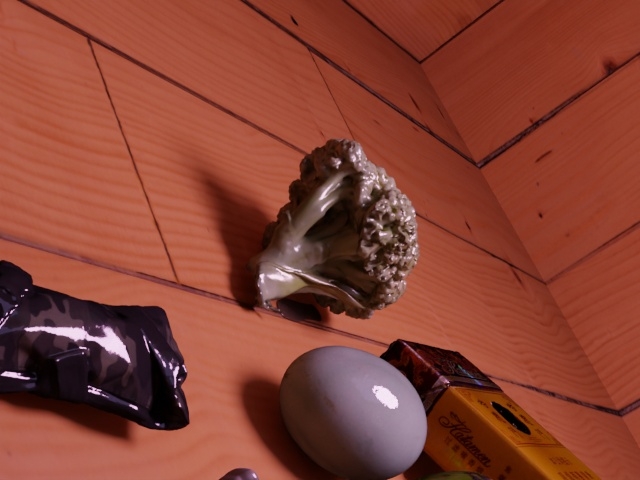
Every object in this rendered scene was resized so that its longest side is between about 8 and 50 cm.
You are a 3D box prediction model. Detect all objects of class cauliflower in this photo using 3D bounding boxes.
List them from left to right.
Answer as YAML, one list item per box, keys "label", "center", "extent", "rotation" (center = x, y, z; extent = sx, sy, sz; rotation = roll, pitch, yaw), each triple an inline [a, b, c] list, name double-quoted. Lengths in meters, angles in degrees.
- label: "cauliflower"
  center: [0.008, -0.009, 1.575]
  extent: [0.260, 0.281, 0.327]
  rotation: [-121, -150, -61]

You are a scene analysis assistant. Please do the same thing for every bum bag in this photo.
- label: "bum bag"
  center: [-0.260, 0.104, 1.003]
  extent: [0.340, 0.095, 0.144]
  rotation: [22, 44, -46]

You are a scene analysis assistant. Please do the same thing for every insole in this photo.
- label: "insole"
  center: [-0.033, 0.114, 1.612]
  extent: [0.135, 0.002, 0.045]
  rotation: [15, 43, -60]

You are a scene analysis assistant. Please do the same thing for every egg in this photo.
- label: "egg"
  center: [0.044, 0.235, 1.353]
  extent: [0.231, 0.168, 0.168]
  rotation: [37, 26, -27]

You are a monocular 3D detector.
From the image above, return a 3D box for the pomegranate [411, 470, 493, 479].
- label: "pomegranate"
  center: [0.159, 0.419, 1.227]
  extent: [0.270, 0.254, 0.254]
  rotation: [61, 17, -22]

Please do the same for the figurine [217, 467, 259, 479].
- label: "figurine"
  center: [-0.067, 0.389, 0.867]
  extent: [0.285, 0.167, 0.342]
  rotation: [35, 32, -49]

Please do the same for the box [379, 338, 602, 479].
- label: "box"
  center: [0.284, 0.336, 1.624]
  extent: [0.415, 0.115, 0.264]
  rotation: [43, 13, 31]
